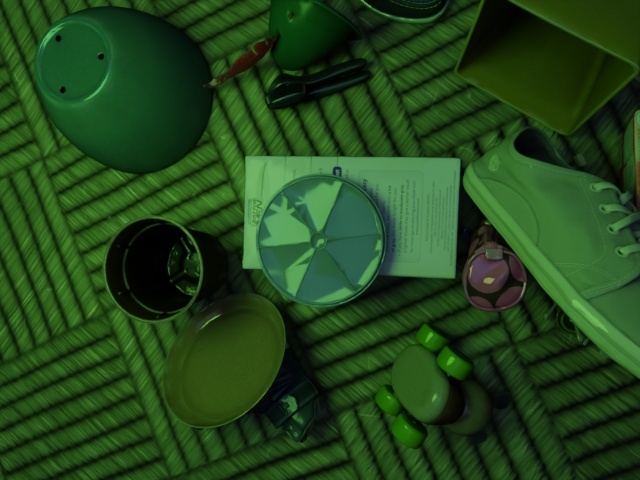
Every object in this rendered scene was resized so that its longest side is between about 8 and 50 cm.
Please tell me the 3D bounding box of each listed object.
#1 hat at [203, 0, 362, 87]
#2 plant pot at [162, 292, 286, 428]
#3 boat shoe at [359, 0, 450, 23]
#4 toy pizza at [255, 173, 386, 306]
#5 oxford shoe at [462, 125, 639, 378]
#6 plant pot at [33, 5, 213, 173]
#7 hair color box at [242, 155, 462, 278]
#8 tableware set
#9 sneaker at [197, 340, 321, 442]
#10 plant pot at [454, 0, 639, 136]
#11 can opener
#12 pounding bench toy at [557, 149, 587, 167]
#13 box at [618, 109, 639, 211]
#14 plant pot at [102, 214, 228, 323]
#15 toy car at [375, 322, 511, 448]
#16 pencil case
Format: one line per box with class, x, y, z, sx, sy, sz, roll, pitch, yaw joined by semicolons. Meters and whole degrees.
hat;-0.056;-0.289;0.815;0.173;0.208;0.183;19;103;-32
plant pot;-0.157;0.197;0.831;0.236;0.032;0.236;-15;50;18
boat shoe;0.076;-0.462;0.816;0.302;0.091;0.114;29;95;9
toy pizza;0.000;0.000;0.753;0.201;0.032;0.201;0;92;12
oxford shoe;0.337;0.007;0.596;0.130;0.169;0.449;-57;42;31
plant pot;-0.356;-0.270;0.844;0.290;0.195;0.290;0;90;10
hair color box;0.049;-0.040;0.813;0.339;0.110;0.185;3;92;9
tableware set;0.445;0.123;0.780;0.154;0.024;0.104;33;95;9
sneaker;-0.105;0.297;0.849;0.226;0.086;0.163;-39;81;7
plant pot;0.351;-0.315;0.718;0.212;0.212;0.187;32;83;9
can opener;-0.005;-0.264;0.852;0.186;0.059;0.073;-17;60;1
pounding bench toy;0.362;-0.109;0.775;0.083;0.065;0.052;-16;87;11
box;0.500;-0.019;0.678;0.142;0.154;0.300;-1;82;25
plant pot;-0.244;0.045;0.836;0.167;0.165;0.167;0;90;10
toy car;0.214;0.251;0.792;0.188;0.149;0.155;28;99;-19
pencil case;0.251;0.025;0.723;0.095;0.209;0.098;10;107;14
